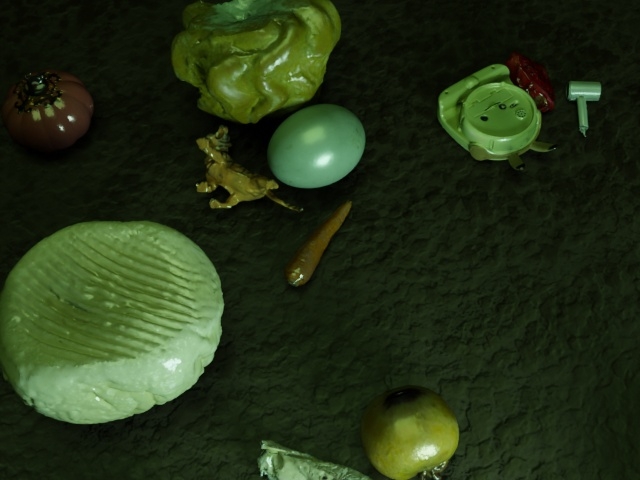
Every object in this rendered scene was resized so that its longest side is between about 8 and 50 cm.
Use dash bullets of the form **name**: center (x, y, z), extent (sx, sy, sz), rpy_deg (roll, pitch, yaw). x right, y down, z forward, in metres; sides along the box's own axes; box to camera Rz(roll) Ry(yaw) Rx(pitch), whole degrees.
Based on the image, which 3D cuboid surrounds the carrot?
- **carrot**: center (0.000, 0.000, 1.548), extent (0.048, 0.048, 0.216), rpy_deg (25, 59, 17)

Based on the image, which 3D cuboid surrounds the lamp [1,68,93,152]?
- **lamp**: center (-0.541, -0.262, 1.680), extent (0.182, 0.140, 0.182), rpy_deg (-3, 59, 6)

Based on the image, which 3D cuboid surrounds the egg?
- **egg**: center (-0.008, -0.175, 1.586), extent (0.192, 0.149, 0.149), rpy_deg (-24, 61, -15)

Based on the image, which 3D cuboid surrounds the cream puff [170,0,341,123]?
- **cream puff**: center (-0.106, -0.324, 1.610), extent (0.323, 0.269, 0.274), rpy_deg (-16, 41, 3)

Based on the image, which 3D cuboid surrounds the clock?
- **clock**: center (0.348, -0.227, 1.641), extent (0.170, 0.069, 0.232), rpy_deg (-30, 62, -14)

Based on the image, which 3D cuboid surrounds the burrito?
- **burrito**: center (0.007, 0.371, 1.316), extent (0.230, 0.058, 0.063), rpy_deg (18, 57, 11)

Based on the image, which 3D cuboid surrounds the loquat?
- **loquat**: center (0.136, 0.295, 1.306), extent (0.163, 0.137, 0.163), rpy_deg (9, 51, -12)

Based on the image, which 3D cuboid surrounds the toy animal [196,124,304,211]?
- **toy animal**: center (-0.137, -0.106, 1.598), extent (0.255, 0.114, 0.116), rpy_deg (34, 24, 17)

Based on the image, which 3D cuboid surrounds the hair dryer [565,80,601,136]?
- **hair dryer**: center (0.520, -0.258, 1.672), extent (0.063, 0.038, 0.124), rpy_deg (1, 65, 4)

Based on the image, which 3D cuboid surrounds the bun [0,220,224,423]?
- **bun**: center (-0.332, 0.140, 1.375), extent (0.349, 0.227, 0.352), rpy_deg (24, 61, 17)

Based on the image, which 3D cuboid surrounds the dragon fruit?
- **dragon fruit**: center (0.420, -0.318, 1.694), extent (0.097, 0.063, 0.131), rpy_deg (-10, 59, -2)
